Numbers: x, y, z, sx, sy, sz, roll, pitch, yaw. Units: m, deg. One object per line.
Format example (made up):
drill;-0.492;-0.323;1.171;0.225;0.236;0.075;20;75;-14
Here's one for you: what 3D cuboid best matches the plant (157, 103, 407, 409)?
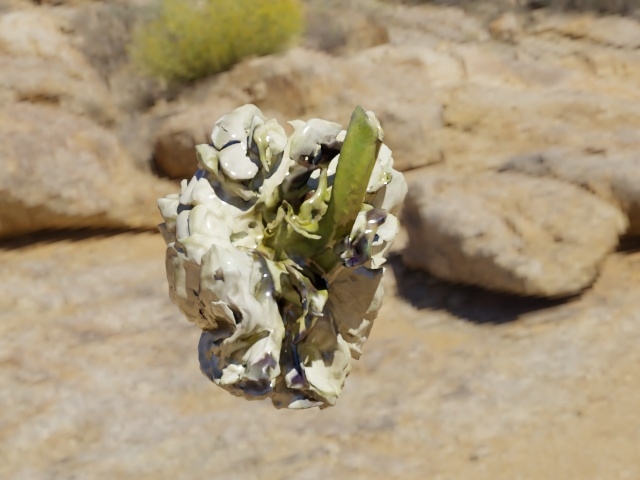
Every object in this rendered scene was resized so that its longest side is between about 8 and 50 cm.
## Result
plant;0.000;0.000;0.576;0.104;0.116;0.122;-3;-16;-27
